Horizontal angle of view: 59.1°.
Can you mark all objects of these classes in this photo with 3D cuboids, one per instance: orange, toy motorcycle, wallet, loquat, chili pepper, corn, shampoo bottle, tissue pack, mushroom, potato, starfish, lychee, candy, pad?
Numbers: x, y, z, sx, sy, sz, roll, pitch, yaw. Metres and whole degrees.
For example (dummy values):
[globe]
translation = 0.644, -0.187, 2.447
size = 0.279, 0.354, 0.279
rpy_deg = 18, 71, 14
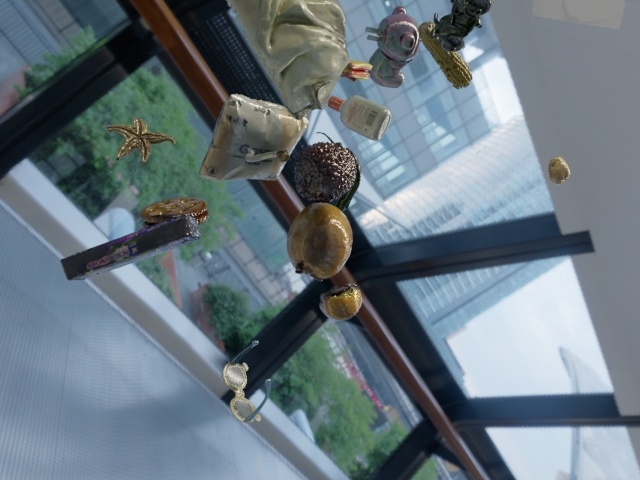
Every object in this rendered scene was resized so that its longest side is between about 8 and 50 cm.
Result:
[orange]
translation = 0.071, 0.213, 1.884
size = 0.170, 0.160, 0.112
rpy_deg = 16, 48, -46
[toy motorcycle]
translation = 0.423, -0.708, 1.680
size = 0.275, 0.127, 0.205
rpy_deg = 127, -26, -66
[wallet]
translation = 0.038, -0.590, 1.910
size = 0.241, 0.067, 0.141
rpy_deg = 22, 22, 27
[loquat]
translation = 0.000, 0.000, 1.706
size = 0.193, 0.238, 0.238
rpy_deg = 25, 13, -19
[chili pepper]
translation = 0.073, -0.232, 1.852
size = 0.065, 0.122, 0.279
rpy_deg = 15, 64, -79
[corn]
translation = 0.467, -0.678, 2.087
size = 0.320, 0.097, 0.097
rpy_deg = 39, 12, -35
[shampoo bottle]
translation = 0.115, -0.398, 1.769
size = 0.221, 0.108, 0.051
rpy_deg = 33, 21, 30
[tissue pack]
translation = -0.274, -0.396, 2.238
size = 0.375, 0.390, 0.195
rpy_deg = -3, 46, -38
[mushroom]
translation = -0.182, -0.254, 1.679
size = 0.306, 0.068, 0.043
rpy_deg = 17, -74, 57
[potato]
translation = 0.745, -0.219, 1.766
size = 0.068, 0.062, 0.083
rpy_deg = -11, 76, -42
[starfish]
translation = -0.619, -0.346, 1.937
size = 0.043, 0.240, 0.227
rpy_deg = 99, -5, -56
[lychee]
translation = 0.017, -0.196, 1.599
size = 0.188, 0.188, 0.188
rpy_deg = 57, 1, -2
[candy]
translation = -0.432, 0.019, 1.292
size = 0.088, 0.312, 0.061
rpy_deg = 47, 23, -82
[pad]
translation = 0.613, -0.596, 1.343
size = 0.232, 0.004, 0.156
rpy_deg = 29, -35, 36

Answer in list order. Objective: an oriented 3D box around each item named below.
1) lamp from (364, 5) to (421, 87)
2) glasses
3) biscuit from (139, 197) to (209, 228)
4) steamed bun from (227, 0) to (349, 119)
[lamp]
translation = 0.290, -0.820, 2.399
size = 0.301, 0.247, 0.247
rpy_deg = 116, -24, -53
[glasses]
translation = -0.209, 0.381, 1.550
size = 0.220, 0.088, 0.189
rpy_deg = 111, -34, -48
[biscuit]
translation = -0.471, -0.084, 1.824
size = 0.220, 0.220, 0.066
rpy_deg = -119, -159, -69
[steamed bun]
translation = -0.057, -0.513, 1.382
size = 0.394, 0.237, 0.346
rpy_deg = 58, 3, -33
